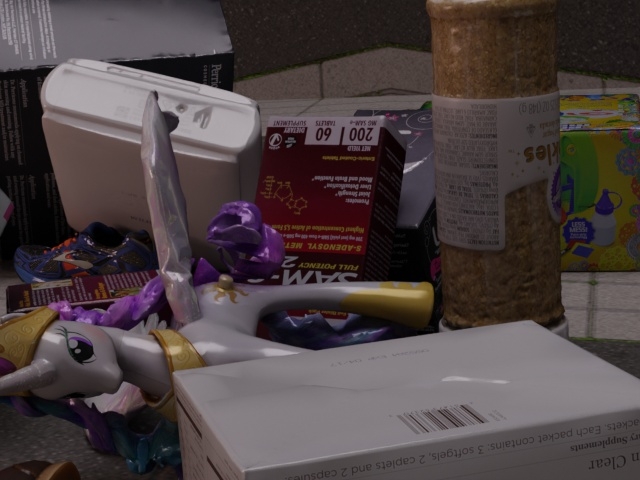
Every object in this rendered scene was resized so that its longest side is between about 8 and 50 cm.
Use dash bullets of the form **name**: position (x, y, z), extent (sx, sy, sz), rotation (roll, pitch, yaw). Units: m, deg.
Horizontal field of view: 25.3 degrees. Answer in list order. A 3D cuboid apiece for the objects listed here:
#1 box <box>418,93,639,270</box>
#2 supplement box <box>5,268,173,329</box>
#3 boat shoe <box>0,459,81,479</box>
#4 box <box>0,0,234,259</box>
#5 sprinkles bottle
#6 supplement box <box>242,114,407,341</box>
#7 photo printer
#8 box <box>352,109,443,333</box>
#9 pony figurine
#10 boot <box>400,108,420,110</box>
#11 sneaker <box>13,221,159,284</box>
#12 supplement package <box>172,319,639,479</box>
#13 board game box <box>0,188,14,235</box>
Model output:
- **box**: position (0.260, -0.078, 1.807), extent (0.290, 0.177, 0.279), rotation (0, 13, 12)
- **supplement box**: position (-0.218, 0.085, 1.435), extent (0.188, 0.080, 0.104), rotation (-6, 13, -13)
- **boat shoe**: position (-0.227, 0.202, 0.958), extent (0.073, 0.073, 0.207), rotation (-3, 6, 11)
- **box**: position (-0.285, -0.162, 1.887), extent (0.313, 0.343, 0.179), rotation (-5, 48, -12)
- **sprinkles bottle**: position (0.162, -0.050, 1.304), extent (0.121, 0.355, 0.121), rotation (-4, 13, 1)
- **supplement box**: position (0.000, 0.000, 1.397), extent (0.130, 0.239, 0.073), rotation (1, -17, 23)
- **photo printer**: position (-0.193, -0.074, 1.712), extent (0.256, 0.107, 0.307), rotation (14, -29, 6)
- **box**: position (0.080, -0.029, 1.558), extent (0.163, 0.142, 0.247), rotation (2, 34, 24)
- **pony figurine**: position (-0.090, 0.069, 1.155), extent (0.363, 0.302, 0.351), rotation (11, 20, -6)
- **boot**: position (0.213, -0.129, 2.160), extent (0.377, 0.138, 0.284), rotation (-9, 13, 1)
- **sneaker**: position (-0.280, 0.018, 1.733), extent (0.221, 0.087, 0.083), rotation (3, 14, 27)
- **supplement package**: position (0.059, 0.157, 0.895), extent (0.262, 0.145, 0.204), rotation (-8, 13, -15)
- **board game box**: position (-0.434, 0.048, 1.296), extent (0.303, 0.097, 0.224), rotation (-36, 14, 3)
